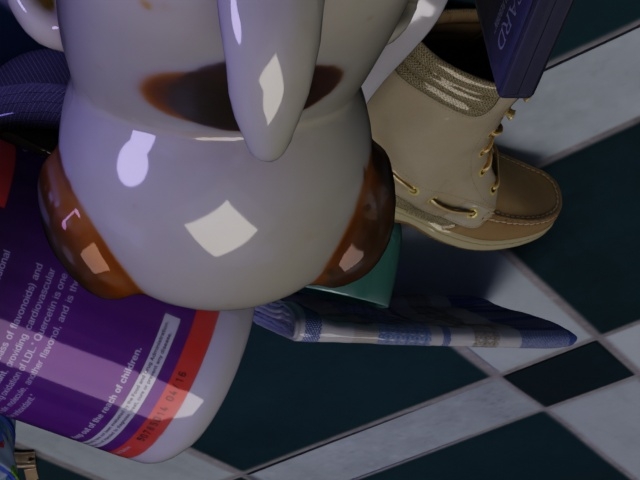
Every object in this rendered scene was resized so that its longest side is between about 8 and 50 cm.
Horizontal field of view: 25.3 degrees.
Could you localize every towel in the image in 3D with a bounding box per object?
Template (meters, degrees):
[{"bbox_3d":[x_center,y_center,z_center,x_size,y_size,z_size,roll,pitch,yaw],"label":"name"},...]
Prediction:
[{"bbox_3d":[0.077,0.075,1.391,0.285,0.034,0.209,3,-176,-17],"label":"towel"}]

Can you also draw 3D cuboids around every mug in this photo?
[{"bbox_3d":[-0.002,-0.001,1.284,0.158,0.097,0.129,8,174,40],"label":"mug"}]

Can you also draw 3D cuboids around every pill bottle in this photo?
[{"bbox_3d":[-0.219,0.027,0.997,0.323,0.181,0.181,24,137,-23],"label":"pill bottle"}]

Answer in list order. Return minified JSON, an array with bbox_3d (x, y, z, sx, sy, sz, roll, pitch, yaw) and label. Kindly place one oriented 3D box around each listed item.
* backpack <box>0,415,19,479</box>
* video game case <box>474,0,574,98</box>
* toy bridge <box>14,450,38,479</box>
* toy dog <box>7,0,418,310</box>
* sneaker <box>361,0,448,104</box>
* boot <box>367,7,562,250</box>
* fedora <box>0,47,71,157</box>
[{"bbox_3d":[-0.466,0.200,1.387,0.290,0.273,0.355,-39,149,29],"label":"backpack"},{"bbox_3d":[0.103,-0.244,0.773,0.026,0.274,0.196,-2,147,-12],"label":"video game case"},{"bbox_3d":[-0.428,0.266,1.670,0.188,0.026,0.063,-4,145,-8],"label":"toy bridge"},{"bbox_3d":[-0.040,-0.132,0.828,0.285,0.395,0.408,-11,142,-17],"label":"toy dog"},{"bbox_3d":[-0.022,-0.136,1.091,0.123,0.106,0.290,18,132,-22],"label":"sneaker"},{"bbox_3d":[0.136,-0.092,1.194,0.262,0.095,0.203,14,140,-26],"label":"boot"},{"bbox_3d":[-0.176,-0.056,1.132,0.275,0.124,0.243,20,136,-20],"label":"fedora"}]
